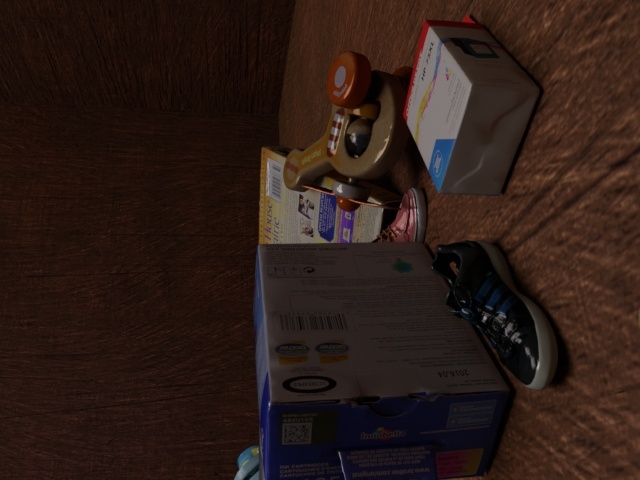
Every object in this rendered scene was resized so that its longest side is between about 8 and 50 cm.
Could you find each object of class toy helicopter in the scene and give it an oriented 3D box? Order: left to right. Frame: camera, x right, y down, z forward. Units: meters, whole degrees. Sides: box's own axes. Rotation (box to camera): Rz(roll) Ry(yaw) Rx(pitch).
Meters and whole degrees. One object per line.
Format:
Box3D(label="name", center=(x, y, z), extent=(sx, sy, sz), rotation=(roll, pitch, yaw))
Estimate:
Box3D(label="toy helicopter", center=(0.033, -0.142, 0.965), extent=(0.355, 0.140, 0.235), rotation=(-20, 69, 57))

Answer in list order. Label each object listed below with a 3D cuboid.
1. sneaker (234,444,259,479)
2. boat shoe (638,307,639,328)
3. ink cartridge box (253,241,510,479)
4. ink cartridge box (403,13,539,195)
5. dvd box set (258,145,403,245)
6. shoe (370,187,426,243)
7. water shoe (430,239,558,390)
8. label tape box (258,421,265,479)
Box3D(label="sneaker", center=(-0.099, 0.477, 1.005), extent=(0.127, 0.208, 0.319), rotation=(-50, -16, 5))
Box3D(label="boat shoe", center=(0.229, 0.113, 0.349), extent=(0.056, 0.048, 0.153), rotation=(142, 128, -78))
Box3D(label="ink cartridge box", center=(0.053, 0.158, 0.727), extent=(0.395, 0.270, 0.151), rotation=(-106, 18, -61))
Box3D(label="ink cartridge box", center=(0.162, -0.173, 0.678), extent=(0.231, 0.078, 0.134), rotation=(-100, 14, -50))
Box3D(label="dvd box set", center=(0.000, 0.000, 1.160), extent=(0.420, 0.062, 0.308), rotation=(31, 124, 49))
Box3D(label="shoe", center=(0.118, 0.001, 0.915), extent=(0.063, 0.081, 0.178), rotation=(-112, 25, -66))
Box3D(label="water shoe", center=(0.172, 0.076, 0.594), extent=(0.203, 0.080, 0.073), rotation=(-103, 16, -55))
Box3D(label="label tape box", center=(0.026, 0.259, 0.935), extent=(0.115, 0.249, 0.348), rotation=(-150, 61, -79))
